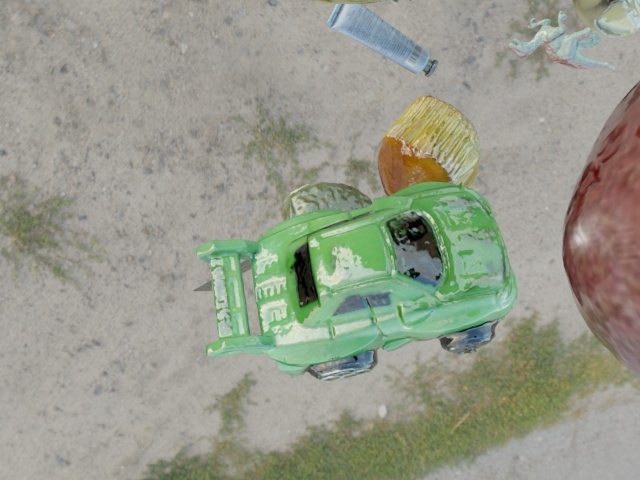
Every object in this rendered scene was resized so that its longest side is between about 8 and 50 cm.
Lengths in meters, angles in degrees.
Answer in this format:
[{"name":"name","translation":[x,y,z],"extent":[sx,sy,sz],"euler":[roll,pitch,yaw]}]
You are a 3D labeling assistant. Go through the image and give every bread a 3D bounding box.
[{"name":"bread","translation":[0.156,-0.107,0.786],"extent":[0.114,0.132,0.190],"euler":[-52,153,-12]}]

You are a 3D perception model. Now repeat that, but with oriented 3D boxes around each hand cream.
[{"name":"hand cream","translation":[0.140,-0.436,1.150],"extent":[0.256,0.055,0.088],"euler":[27,92,-14]}]

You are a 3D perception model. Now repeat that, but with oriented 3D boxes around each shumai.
[{"name":"shumai","translation":[0.000,0.000,1.491],"extent":[0.292,0.288,0.329],"euler":[-16,95,-32]}]

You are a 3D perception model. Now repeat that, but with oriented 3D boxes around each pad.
[{"name":"pad","translation":[-0.168,0.059,1.169],"extent":[0.211,0.143,0.003],"euler":[-29,83,2]}]

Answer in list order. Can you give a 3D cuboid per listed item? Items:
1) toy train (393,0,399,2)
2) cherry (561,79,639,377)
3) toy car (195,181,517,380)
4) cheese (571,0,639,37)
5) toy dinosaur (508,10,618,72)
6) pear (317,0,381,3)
[{"name":"toy train","translation":[0.269,-0.736,1.388],"extent":[0.269,0.115,0.154],"euler":[-38,111,-4]},{"name":"cherry","translation":[0.255,-0.014,0.296],"extent":[0.203,0.300,0.230],"euler":[30,85,10]},{"name":"toy car","translation":[0.048,0.046,0.664],"extent":[0.359,0.213,0.176],"euler":[-16,156,14]},{"name":"cheese","translation":[0.350,-0.351,0.586],"extent":[0.071,0.248,0.163],"euler":[22,150,-31]},{"name":"toy dinosaur","translation":[0.585,-0.442,1.255],"extent":[0.242,0.053,0.167],"euler":[35,118,-19]},{"name":"pear","translation":[0.022,-0.319,0.292],"extent":[0.418,0.362,0.362],"euler":[13,119,-11]}]
